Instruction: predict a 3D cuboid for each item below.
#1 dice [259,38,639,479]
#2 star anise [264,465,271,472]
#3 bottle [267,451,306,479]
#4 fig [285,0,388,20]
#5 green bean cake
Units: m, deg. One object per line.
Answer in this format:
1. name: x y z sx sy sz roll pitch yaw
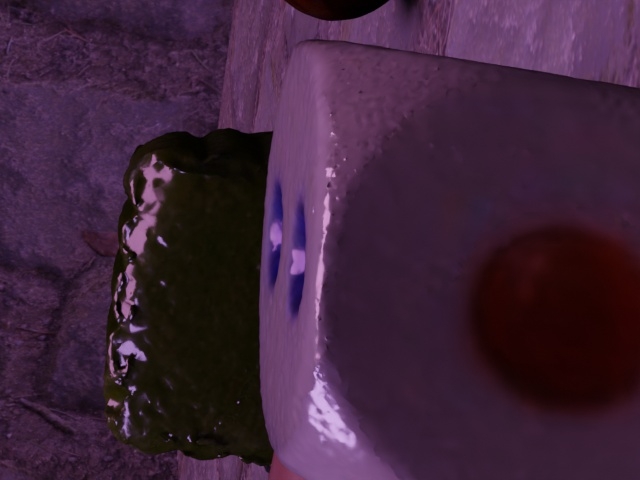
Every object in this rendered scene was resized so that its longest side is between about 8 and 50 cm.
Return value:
1. dice: 0.104 0.021 0.898 0.251 0.259 0.243 -141 56 -79
2. star anise: -0.087 0.228 2.395 0.288 0.088 0.288 170 90 -85
3. bottle: 0.057 0.134 1.402 0.206 0.173 0.296 -43 -33 -53
4. fig: 0.010 -0.354 1.707 0.235 0.214 0.235 -12 75 53
5. green bean cake: -0.049 0.059 1.590 0.218 0.319 0.335 -116 34 -76
